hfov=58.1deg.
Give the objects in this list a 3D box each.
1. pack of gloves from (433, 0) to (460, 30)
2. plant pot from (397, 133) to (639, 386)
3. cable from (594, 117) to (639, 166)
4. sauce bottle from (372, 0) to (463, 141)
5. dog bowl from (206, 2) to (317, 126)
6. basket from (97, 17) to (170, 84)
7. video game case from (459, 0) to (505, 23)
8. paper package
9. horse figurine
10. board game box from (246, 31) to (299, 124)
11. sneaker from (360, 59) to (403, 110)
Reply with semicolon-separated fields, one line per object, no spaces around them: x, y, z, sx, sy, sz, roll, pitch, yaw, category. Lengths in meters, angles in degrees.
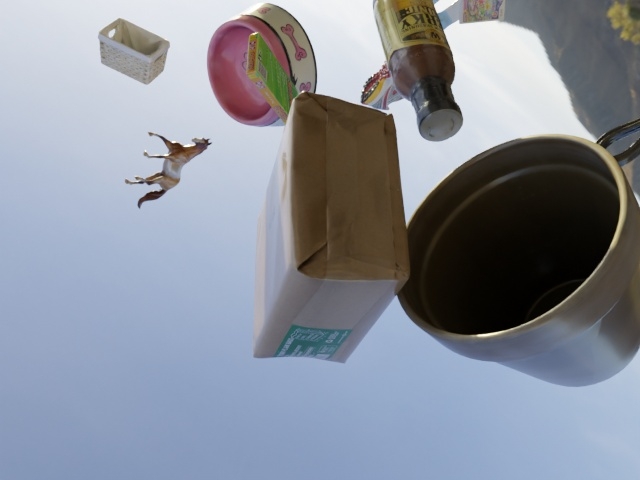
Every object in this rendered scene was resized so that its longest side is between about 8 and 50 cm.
0.358;-0.738;1.816;0.195;0.232;0.046;30;-145;-52;pack of gloves
0.312;0.060;0.816;0.280;0.323;0.323;41;-148;-33;plant pot
0.591;-0.216;0.952;0.072;0.287;0.139;21;-159;-50;cable
0.167;-0.312;0.975;0.111;0.111;0.344;20;-134;-36;sauce bottle
-0.212;-0.564;1.913;0.150;0.408;0.408;-31;-99;-43;dog bowl
-0.530;-0.534;1.635;0.167;0.103;0.113;26;-132;0;basket
0.356;-0.526;1.265;0.122;0.087;0.011;-14;-154;-24;video game case
0.000;0.000;0.906;0.168;0.325;0.309;8;-123;-13;paper package
-0.443;-0.207;1.641;0.174;0.263;0.066;3;-140;-46;horse figurine
-0.119;-0.412;1.520;0.259;0.039;0.124;42;-137;-57;board game box
0.194;-0.408;1.435;0.093;0.225;0.088;19;-121;-24;sneaker
